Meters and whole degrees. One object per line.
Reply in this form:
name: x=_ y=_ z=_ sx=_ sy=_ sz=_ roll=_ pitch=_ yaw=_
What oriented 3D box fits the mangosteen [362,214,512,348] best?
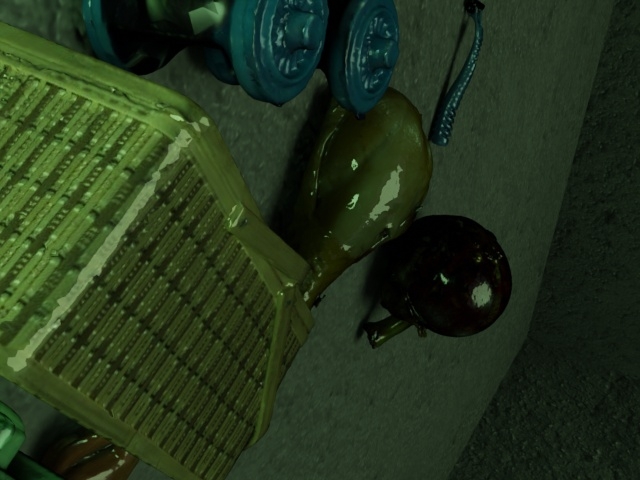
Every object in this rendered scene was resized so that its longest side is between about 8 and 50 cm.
mangosteen: x=0.194 y=0.084 z=1.416 sx=0.289 sy=0.231 sz=0.231 roll=-38 pitch=165 yaw=19

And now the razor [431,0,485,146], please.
razor: x=0.241 y=-0.286 z=1.381 sx=0.082 sy=0.042 sz=0.253 roll=-11 pitch=120 yaw=-65

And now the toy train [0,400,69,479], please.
toy train: x=-0.281 y=0.253 z=0.533 sx=0.299 sy=0.167 sz=0.238 roll=-58 pitch=160 yaw=-22

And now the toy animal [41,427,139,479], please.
toy animal: x=-0.219 y=0.270 z=0.772 sx=0.157 sy=0.097 sz=0.312 roll=-23 pitch=129 yaw=-51

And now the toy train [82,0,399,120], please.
toy train: x=-0.040 y=-0.242 z=0.629 sx=0.300 sy=0.188 sz=0.265 roll=-10 pitch=114 yaw=-60

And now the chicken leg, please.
chicken leg: x=0.000 y=0.000 z=0.991 sx=0.429 sy=0.153 sz=0.201 roll=-57 pitch=143 yaw=-10

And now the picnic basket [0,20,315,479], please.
picnic basket: x=-0.151 y=0.019 z=0.538 sx=0.175 sy=0.228 sz=0.313 roll=-58 pitch=154 yaw=-19
